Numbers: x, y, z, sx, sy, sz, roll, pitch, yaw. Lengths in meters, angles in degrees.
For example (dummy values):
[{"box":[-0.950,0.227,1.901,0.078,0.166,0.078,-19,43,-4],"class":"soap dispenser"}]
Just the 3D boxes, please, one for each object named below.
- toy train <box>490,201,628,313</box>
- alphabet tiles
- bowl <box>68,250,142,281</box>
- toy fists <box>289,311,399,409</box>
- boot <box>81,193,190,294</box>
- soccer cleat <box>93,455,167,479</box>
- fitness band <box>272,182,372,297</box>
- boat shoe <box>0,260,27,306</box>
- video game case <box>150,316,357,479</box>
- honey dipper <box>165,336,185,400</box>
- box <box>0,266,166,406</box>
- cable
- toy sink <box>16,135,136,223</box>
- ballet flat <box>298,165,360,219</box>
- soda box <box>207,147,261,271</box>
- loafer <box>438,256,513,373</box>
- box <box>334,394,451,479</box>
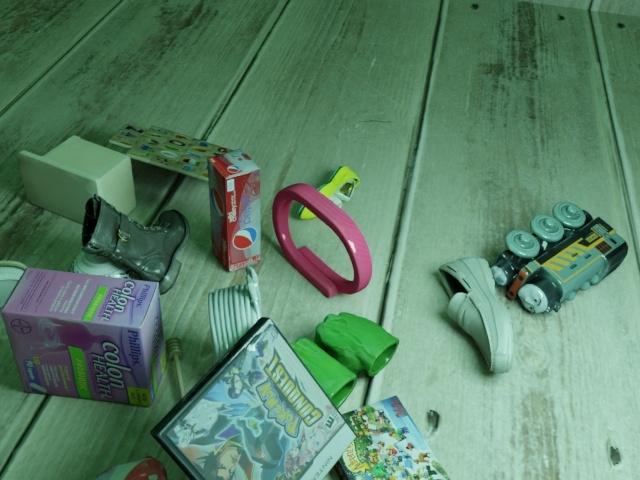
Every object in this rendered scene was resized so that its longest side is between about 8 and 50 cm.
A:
[{"box":[0.532,0.039,1.657,0.334,0.142,0.190,-27,59,-32],"class":"toy train"},{"box":[-0.343,-0.219,1.862,0.342,0.011,0.285,17,21,-7],"class":"alphabet tiles"},{"box":[-0.464,0.056,1.577,0.170,0.080,0.170,2,41,-2],"class":"bowl"},{"box":[0.021,0.226,1.395,0.142,0.096,0.279,33,39,24],"class":"toy fists"},{"box":[-0.394,-0.026,1.570,0.091,0.229,0.263,-34,36,23],"class":"boot"},{"box":[-0.364,0.416,1.176,0.248,0.083,0.095,-19,16,-19],"class":"soccer cleat"},{"box":[0.000,0.000,1.587,0.054,0.209,0.291,-25,49,-32],"class":"fitness band"},{"box":[-0.717,0.133,1.449,0.302,0.113,0.103,-19,46,-10],"class":"boat shoe"},{"box":[-0.091,0.304,1.160,0.248,0.275,0.035,-45,24,-28],"class":"video game case"},{"box":[-0.268,0.253,1.405,0.030,0.030,0.161,-9,46,-15],"class":"honey dipper"},{"box":[-0.416,0.176,1.335,0.242,0.214,0.117,6,40,1],"class":"box"},{"box":[-0.139,0.205,1.297,0.089,0.257,0.257,-6,58,-4],"class":"cable"},{"box":[-0.570,-0.145,1.751,0.234,0.153,0.131,19,42,18],"class":"toy sink"},{"box":[0.031,-0.111,1.833,0.077,0.077,0.231,33,44,7],"class":"ballet flat"},{"box":[-0.185,-0.061,1.598,0.083,0.263,0.092,-20,46,-26],"class":"soda box"},{"box":[0.318,0.151,1.525,0.111,0.112,0.319,-4,33,-2],"class":"loafer"},{"box":[0.115,0.387,1.266,0.159,0.044,0.233,-14,43,-21],"class":"box"}]
